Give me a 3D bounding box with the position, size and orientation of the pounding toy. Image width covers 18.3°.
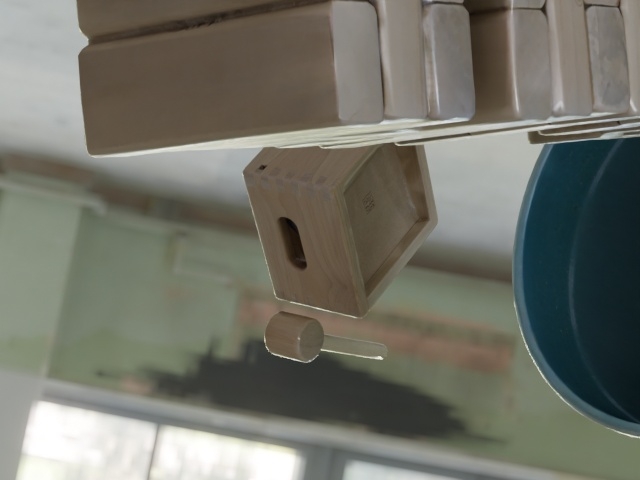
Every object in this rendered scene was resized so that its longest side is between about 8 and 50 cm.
[{"bbox_3d":[-0.001,0.011,1.528,0.094,0.206,0.181,13,134,31],"label":"pounding toy"}]

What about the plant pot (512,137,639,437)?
[{"bbox_3d":[0.299,0.024,1.199,0.272,0.271,0.255,0,159,47],"label":"plant pot"}]

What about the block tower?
[{"bbox_3d":[0.083,-0.076,0.600,0.097,0.091,0.335,-3,-179,41],"label":"block tower"}]
